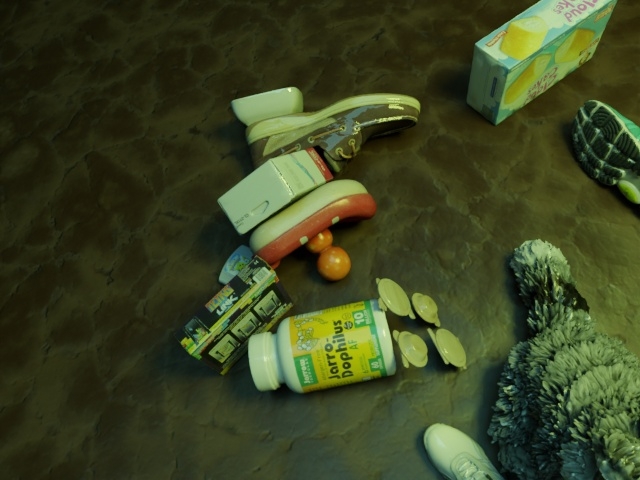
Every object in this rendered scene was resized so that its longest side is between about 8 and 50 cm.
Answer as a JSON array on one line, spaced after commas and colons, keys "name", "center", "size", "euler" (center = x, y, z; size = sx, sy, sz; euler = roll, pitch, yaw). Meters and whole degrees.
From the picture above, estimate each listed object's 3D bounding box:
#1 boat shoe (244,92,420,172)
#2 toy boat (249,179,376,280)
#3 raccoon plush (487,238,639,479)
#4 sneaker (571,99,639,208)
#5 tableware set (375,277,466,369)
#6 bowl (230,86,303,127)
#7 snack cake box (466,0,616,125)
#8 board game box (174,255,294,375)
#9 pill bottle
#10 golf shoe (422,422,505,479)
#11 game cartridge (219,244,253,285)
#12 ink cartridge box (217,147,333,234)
[{"name": "boat shoe", "center": [0.027, -0.188, 0.944], "size": [0.341, 0.123, 0.123], "euler": [-10, 82, 4]}, {"name": "toy boat", "center": [0.000, 0.000, 0.842], "size": [0.231, 0.151, 0.151], "euler": [-33, 91, -7]}, {"name": "raccoon plush", "center": [0.311, 0.147, 0.585], "size": [0.215, 0.299, 0.447], "euler": [-13, 60, -1]}, {"name": "sneaker", "center": [0.544, -0.133, 0.832], "size": [0.109, 0.107, 0.275], "euler": [-22, 63, -24]}, {"name": "tableware set", "center": [0.150, 0.126, 0.734], "size": [0.020, 0.168, 0.141], "euler": [-45, 47, 31]}, {"name": "bowl", "center": [-0.102, -0.260, 0.997], "size": [0.141, 0.142, 0.053], "euler": [-11, 95, 5]}, {"name": "snack cake box", "center": [0.412, -0.358, 0.931], "size": [0.264, 0.152, 0.089], "euler": [-35, 62, -8]}, {"name": "board game box", "center": [-0.129, 0.123, 0.779], "size": [0.048, 0.141, 0.170], "euler": [40, 75, 24]}, {"name": "pill bottle", "center": [0.002, 0.165, 0.746], "size": [0.208, 0.118, 0.118], "euler": [-12, 60, 4]}, {"name": "golf shoe", "center": [0.208, 0.310, 0.647], "size": [0.069, 0.086, 0.176], "euler": [-42, 61, -11]}, {"name": "game cartridge", "center": [-0.147, 0.049, 0.896], "size": [0.055, 0.017, 0.083], "euler": [21, 68, 24]}, {"name": "ink cartridge box", "center": [-0.072, -0.089, 0.840], "size": [0.127, 0.175, 0.072], "euler": [-32, 92, 26]}]
